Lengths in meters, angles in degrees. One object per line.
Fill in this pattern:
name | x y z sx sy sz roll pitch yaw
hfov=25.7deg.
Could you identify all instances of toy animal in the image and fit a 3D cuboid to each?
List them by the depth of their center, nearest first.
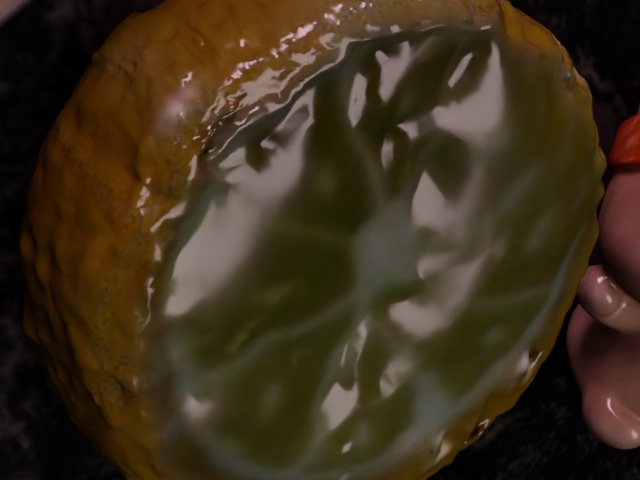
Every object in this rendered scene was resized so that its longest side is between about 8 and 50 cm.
toy animal | 0.220 0.011 0.749 0.171 0.171 0.197 -15 129 -34

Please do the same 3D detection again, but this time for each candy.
candy | 0.000 0.000 0.588 0.260 0.118 0.259 -16 122 -28

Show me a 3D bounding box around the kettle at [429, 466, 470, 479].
kettle | 0.071 0.212 0.777 0.127 0.098 0.148 36 85 -40
